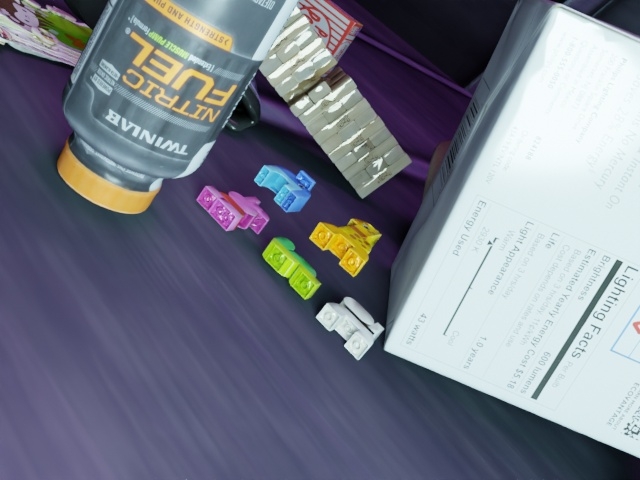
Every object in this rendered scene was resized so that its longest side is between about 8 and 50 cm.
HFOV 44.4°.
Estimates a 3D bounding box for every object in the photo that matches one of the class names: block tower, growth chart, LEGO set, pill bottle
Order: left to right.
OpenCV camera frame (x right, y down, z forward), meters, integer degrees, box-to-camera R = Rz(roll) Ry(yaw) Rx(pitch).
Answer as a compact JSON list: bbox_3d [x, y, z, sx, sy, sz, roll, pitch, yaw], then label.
[{"bbox_3d":[-0.319,-0.245,0.886,0.172,0.021,0.237,48,22,27],"label":"growth chart"},{"bbox_3d":[-0.126,-0.141,0.646,0.130,0.245,0.130,30,21,-12],"label":"pill bottle"},{"bbox_3d":[-0.013,-0.216,1.060,0.335,0.091,0.097,50,8,-23],"label":"block tower"},{"bbox_3d":[0.000,0.000,0.767,0.227,0.087,0.093,44,22,18],"label":"LEGO set"}]

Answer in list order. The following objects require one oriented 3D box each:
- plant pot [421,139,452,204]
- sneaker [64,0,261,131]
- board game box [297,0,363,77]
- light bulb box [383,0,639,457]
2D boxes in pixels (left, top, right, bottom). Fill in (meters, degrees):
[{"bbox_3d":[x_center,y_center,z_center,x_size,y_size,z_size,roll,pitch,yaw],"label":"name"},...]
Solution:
[{"bbox_3d":[0.259,-0.041,1.059,0.229,0.263,0.263,10,16,14],"label":"plant pot"},{"bbox_3d":[-0.173,-0.229,0.939,0.283,0.107,0.124,28,28,-42],"label":"sneaker"},{"bbox_3d":[-0.037,-0.408,1.500,0.193,0.146,0.045,40,21,13],"label":"board game box"},{"bbox_3d":[0.299,-0.008,0.788,0.361,0.358,0.225,23,22,-2],"label":"light bulb box"}]
